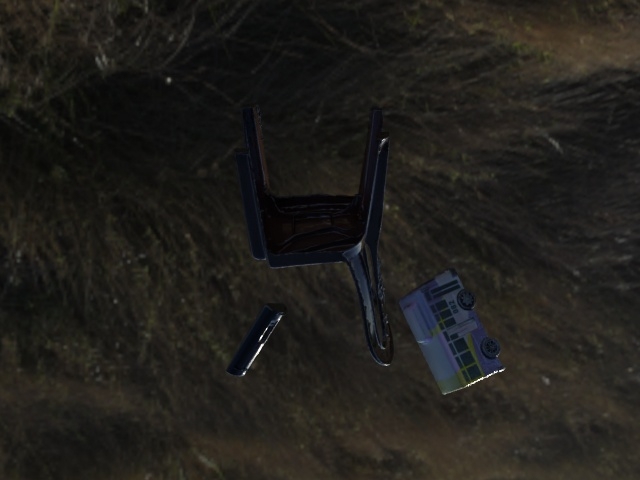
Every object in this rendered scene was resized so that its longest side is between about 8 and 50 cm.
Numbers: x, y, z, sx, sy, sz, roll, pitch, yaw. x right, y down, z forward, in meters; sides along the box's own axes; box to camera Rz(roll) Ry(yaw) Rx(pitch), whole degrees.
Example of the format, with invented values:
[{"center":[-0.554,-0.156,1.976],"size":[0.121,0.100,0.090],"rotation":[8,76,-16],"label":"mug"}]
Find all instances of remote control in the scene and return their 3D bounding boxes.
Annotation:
[{"center":[-0.065,0.104,0.931],"size":[0.034,0.016,0.091],"rotation":[6,121,-52],"label":"remote control"}]

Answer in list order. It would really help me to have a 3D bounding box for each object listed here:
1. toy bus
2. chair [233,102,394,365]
[{"center":[0.114,0.082,0.812],"size":[0.058,0.102,0.052],"rotation":[-22,171,-25],"label":"toy bus"},{"center":[0.000,0.000,1.157],"size":[0.183,0.175,0.326],"rotation":[-3,117,0],"label":"chair"}]
